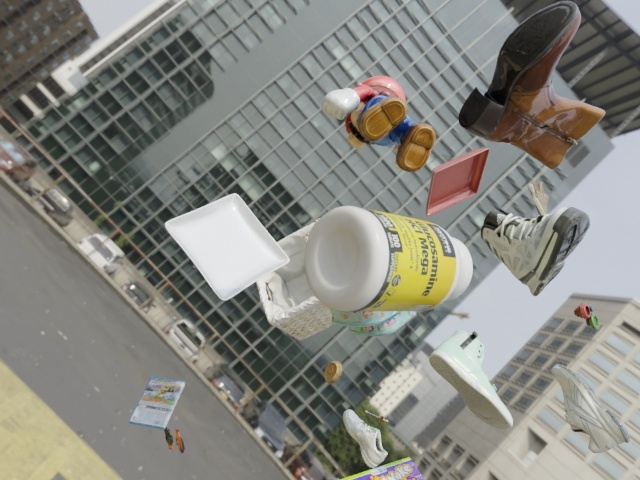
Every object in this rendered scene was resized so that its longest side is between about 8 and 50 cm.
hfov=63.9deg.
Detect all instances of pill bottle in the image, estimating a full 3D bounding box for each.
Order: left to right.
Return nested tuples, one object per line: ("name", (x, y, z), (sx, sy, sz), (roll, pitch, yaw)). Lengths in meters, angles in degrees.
("pill bottle", (0.148, 0.045, 1.000), (0.334, 0.187, 0.188), (7, 23, -43))

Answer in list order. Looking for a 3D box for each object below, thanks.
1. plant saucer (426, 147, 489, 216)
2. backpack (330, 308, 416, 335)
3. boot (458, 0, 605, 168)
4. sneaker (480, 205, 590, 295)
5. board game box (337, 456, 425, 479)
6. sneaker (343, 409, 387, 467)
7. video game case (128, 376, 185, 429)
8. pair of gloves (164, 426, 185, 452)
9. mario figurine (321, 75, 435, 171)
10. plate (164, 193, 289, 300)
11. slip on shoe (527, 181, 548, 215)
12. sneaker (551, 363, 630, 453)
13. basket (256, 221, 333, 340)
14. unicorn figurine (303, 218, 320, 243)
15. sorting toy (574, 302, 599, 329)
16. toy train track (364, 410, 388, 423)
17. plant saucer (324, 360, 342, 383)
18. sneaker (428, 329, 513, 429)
("plant saucer", (0.524, -0.236, 2.018), (0.047, 0.259, 0.259), (56, -17, 32))
("backpack", (0.143, 0.167, 1.468), (0.225, 0.254, 0.190), (-4, -79, 41))
("boot", (0.436, -0.264, 0.940), (0.281, 0.264, 0.096), (13, 34, -28))
("sneaker", (0.566, -0.010, 1.450), (0.257, 0.169, 0.447), (42, -10, 24))
("board game box", (0.142, 0.729, 1.344), (0.233, 0.348, 0.078), (-133, -138, -53))
("sneaker", (0.163, 0.673, 1.794), (0.080, 0.094, 0.212), (10, 39, -50))
("video game case", (-0.519, 0.516, 1.639), (0.119, 0.166, 0.015), (6, -47, 10))
("pair of gloves", (-0.429, 0.585, 1.509), (0.083, 0.010, 0.074), (-2, -78, 38))
("mario figurine", (0.101, -0.200, 0.959), (0.320, 0.170, 0.197), (-98, 173, -69))
("plate", (-0.268, 0.017, 1.486), (0.277, 0.278, 0.045), (51, -45, 7))
("slip on shoe", (0.639, -0.118, 1.486), (0.051, 0.041, 0.135), (53, 26, -37))
("sneaker", (0.800, 0.510, 1.584), (0.111, 0.129, 0.297), (35, 20, -35))
("basket", (-0.049, 0.168, 1.993), (0.266, 0.332, 0.328), (54, 10, -51))
("unicorn figurine", (0.000, 0.000, 1.779), (0.111, 0.161, 0.060), (39, 25, 10))
("sorting toy", (0.802, 0.227, 1.555), (0.102, 0.061, 0.042), (45, -39, -20))
("toy train track", (0.190, 0.593, 1.735), (0.083, 0.014, 0.048), (22, -47, 8))
("plant saucer", (0.040, 0.454, 1.777), (0.015, 0.083, 0.083), (34, -2, -31))
("sneaker", (0.409, 0.340, 1.294), (0.256, 0.151, 0.094), (48, -36, 8))
